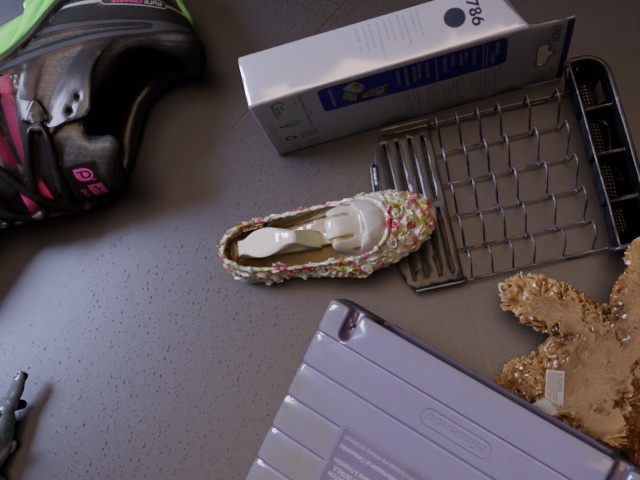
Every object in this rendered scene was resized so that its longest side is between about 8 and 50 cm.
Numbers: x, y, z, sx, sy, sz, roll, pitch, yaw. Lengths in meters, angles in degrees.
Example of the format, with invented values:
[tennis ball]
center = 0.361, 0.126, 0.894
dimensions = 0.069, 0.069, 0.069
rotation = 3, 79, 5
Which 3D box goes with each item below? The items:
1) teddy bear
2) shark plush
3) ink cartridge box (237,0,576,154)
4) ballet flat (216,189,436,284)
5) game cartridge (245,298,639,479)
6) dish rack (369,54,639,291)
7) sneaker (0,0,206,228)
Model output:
[teddy bear]
center = 0.267, 0.145, 1.029
dimensions = 0.245, 0.113, 0.338
rotation = 28, 91, 20
[shark plush]
center = -0.353, 0.220, 1.105
dimensions = 0.073, 0.067, 0.161
rotation = 37, 82, 14
[ink cartridge box]
center = 0.091, -0.181, 1.081
dimensions = 0.332, 0.165, 0.065
rotation = -14, 75, 4
[ballet flat]
center = 0.000, 0.000, 1.073
dimensions = 0.241, 0.077, 0.091
rotation = -15, 77, 19
[game cartridge]
center = 0.112, 0.235, 0.988
dimensions = 0.355, 0.068, 0.230
rotation = 29, 102, 27
[dish rack]
center = 0.191, -0.061, 1.089
dimensions = 0.271, 0.074, 0.208
rotation = -13, 76, 5
[sneaker]
center = -0.318, -0.100, 1.112
dimensions = 0.202, 0.185, 0.483
rotation = 42, 87, 18
